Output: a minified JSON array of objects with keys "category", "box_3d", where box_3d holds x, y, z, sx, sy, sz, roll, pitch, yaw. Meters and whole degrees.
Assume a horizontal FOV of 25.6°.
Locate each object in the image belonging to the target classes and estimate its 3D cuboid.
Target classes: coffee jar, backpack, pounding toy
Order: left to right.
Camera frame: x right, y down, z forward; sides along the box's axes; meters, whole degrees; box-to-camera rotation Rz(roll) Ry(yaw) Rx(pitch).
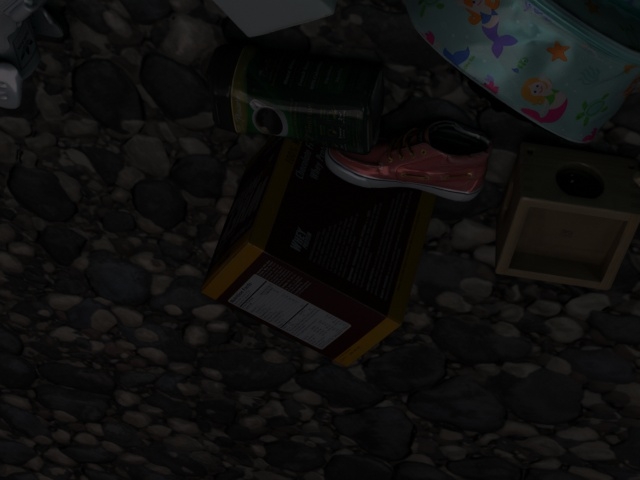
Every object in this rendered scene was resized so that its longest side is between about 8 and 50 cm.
[{"category":"coffee jar","box_3d":[-0.028,-0.151,1.489,0.184,0.079,0.096,11,146,10]},{"category":"backpack","box_3d":[0.182,-0.208,1.173,0.225,0.253,0.191,32,123,-16]},{"category":"pounding toy","box_3d":[0.304,-0.040,1.486,0.206,0.094,0.181,8,140,-2]}]

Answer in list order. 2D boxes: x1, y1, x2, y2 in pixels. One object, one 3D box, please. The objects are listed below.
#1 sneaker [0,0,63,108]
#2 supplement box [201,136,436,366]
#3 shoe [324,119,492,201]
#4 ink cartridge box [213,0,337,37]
[{"category":"sneaker","box_3d":[-0.306,-0.255,1.434,0.366,0.137,0.210,0,141,33]},{"category":"supplement box","box_3d":[0.000,0.000,1.581,0.194,0.191,0.129,28,144,-14]},{"category":"shoe","box_3d":[0.096,-0.098,1.524,0.178,0.063,0.081,12,143,0]},{"category":"ink cartridge box","box_3d":[-0.046,-0.303,1.164,0.093,0.212,0.154,-11,144,33]}]
